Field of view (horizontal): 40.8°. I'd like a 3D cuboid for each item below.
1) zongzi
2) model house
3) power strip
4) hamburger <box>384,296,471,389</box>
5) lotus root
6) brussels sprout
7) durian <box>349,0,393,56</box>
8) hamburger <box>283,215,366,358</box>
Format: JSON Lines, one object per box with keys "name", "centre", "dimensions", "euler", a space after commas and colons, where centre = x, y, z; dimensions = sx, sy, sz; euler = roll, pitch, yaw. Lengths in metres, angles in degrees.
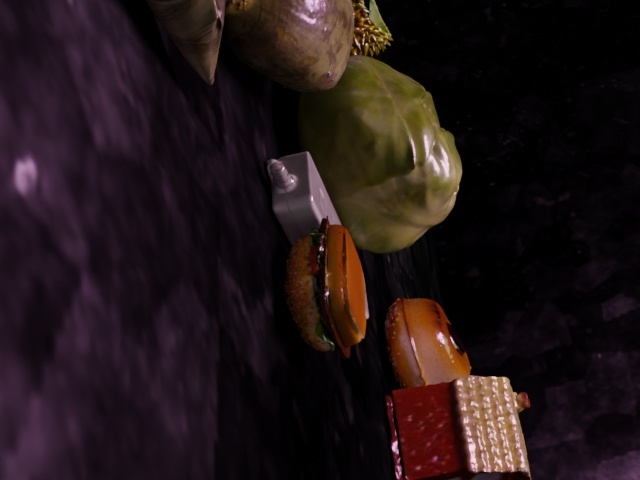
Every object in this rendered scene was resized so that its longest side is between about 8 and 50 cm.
{"name": "zongzi", "centre": [-0.131, -0.284, 0.807], "dimensions": [0.204, 0.094, 0.204], "euler": [65, 15, -59]}
{"name": "model house", "centre": [0.256, 0.357, 1.528], "dimensions": [0.160, 0.254, 0.196], "euler": [59, 20, -47]}
{"name": "power strip", "centre": [0.000, 0.000, 1.189], "dimensions": [0.338, 0.058, 0.098], "euler": [63, 18, -48]}
{"name": "hamburger", "centre": [0.204, 0.218, 1.709], "dimensions": [0.237, 0.147, 0.237], "euler": [59, 13, -22]}
{"name": "lotus root", "centre": [-0.047, -0.280, 1.088], "dimensions": [0.309, 0.173, 0.173], "euler": [1, 75, -71]}
{"name": "brussels sprout", "centre": [0.090, -0.128, 1.326], "dimensions": [0.328, 0.247, 0.328], "euler": [-14, 90, -72]}
{"name": "durian", "centre": [0.023, -0.412, 1.493], "dimensions": [0.237, 0.177, 0.200], "euler": [32, 55, -67]}
{"name": "hamburger", "centre": [0.005, 0.065, 1.061], "dimensions": [0.166, 0.087, 0.137], "euler": [-89, 162, -48]}
